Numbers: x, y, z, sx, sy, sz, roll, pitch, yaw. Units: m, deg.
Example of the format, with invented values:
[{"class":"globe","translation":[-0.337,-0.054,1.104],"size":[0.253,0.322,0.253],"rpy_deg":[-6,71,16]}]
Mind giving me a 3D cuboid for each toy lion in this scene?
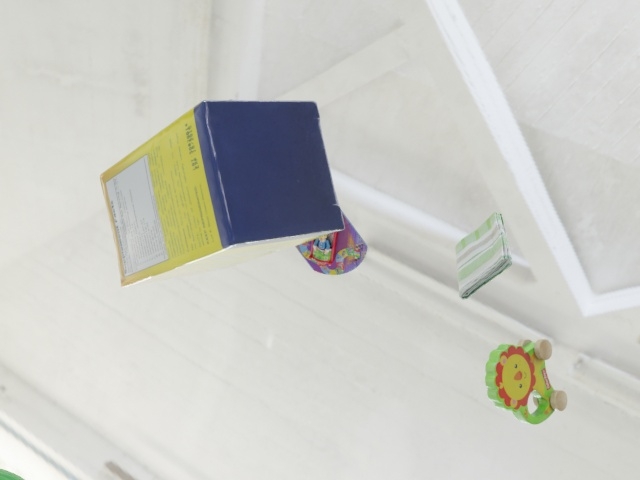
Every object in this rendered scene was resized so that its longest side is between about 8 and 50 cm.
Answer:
[{"class":"toy lion","translation":[0.219,0.156,0.783],"size":[0.034,0.096,0.100],"rpy_deg":[-8,-76,54]}]

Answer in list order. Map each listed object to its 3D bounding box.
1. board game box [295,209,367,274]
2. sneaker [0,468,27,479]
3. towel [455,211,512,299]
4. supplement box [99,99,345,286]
[{"class":"board game box","translation":[0.000,0.000,1.322],"size":[0.133,0.033,0.168],"rpy_deg":[-28,-76,34]},{"class":"sneaker","translation":[-0.477,0.316,0.867],"size":[0.344,0.134,0.146],"rpy_deg":[24,-15,13]},{"class":"towel","translation":[0.274,0.023,1.239],"size":[0.023,0.152,0.113],"rpy_deg":[37,-60,-19]},{"class":"supplement box","translation":[-0.162,-0.062,1.086],"size":[0.357,0.195,0.194],"rpy_deg":[-17,-97,50]}]
